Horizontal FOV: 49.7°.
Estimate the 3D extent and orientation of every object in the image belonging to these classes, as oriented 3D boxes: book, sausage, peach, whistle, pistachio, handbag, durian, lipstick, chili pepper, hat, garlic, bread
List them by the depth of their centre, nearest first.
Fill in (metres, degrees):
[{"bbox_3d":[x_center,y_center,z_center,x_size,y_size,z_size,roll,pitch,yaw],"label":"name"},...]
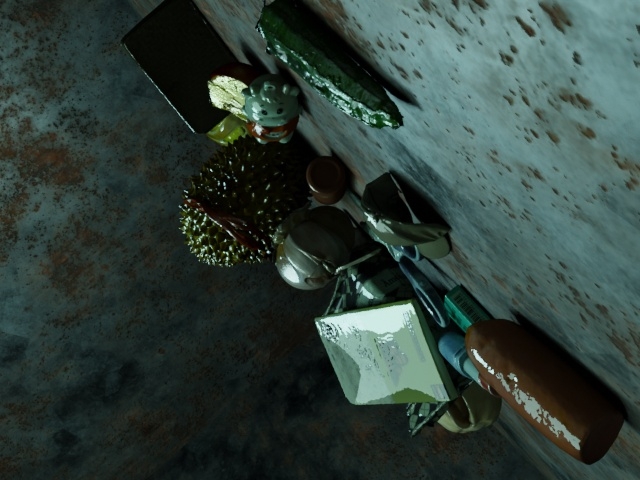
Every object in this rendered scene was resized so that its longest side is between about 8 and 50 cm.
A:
[{"bbox_3d":[0.016,-0.195,0.793,0.227,0.059,0.088,45,171,28],"label":"chili pepper"},{"bbox_3d":[0.317,0.207,1.024,0.259,0.113,0.113,44,175,43],"label":"sausage"},{"bbox_3d":[0.137,-0.010,1.093,0.147,0.085,0.175,46,175,36],"label":"hat"},{"bbox_3d":[-0.091,-0.239,1.287,0.101,0.106,0.253,27,169,2],"label":"whistle"},{"bbox_3d":[0.293,0.237,1.325,0.068,0.061,0.274,51,179,-11],"label":"lipstick"},{"bbox_3d":[-0.155,-0.301,1.409,0.151,0.118,0.151,26,149,17],"label":"peach"},{"bbox_3d":[0.000,0.000,1.549,0.207,0.207,0.256,50,150,-19],"label":"garlic"},{"bbox_3d":[0.135,0.264,1.591,0.352,0.035,0.239,-18,96,51],"label":"book"},{"bbox_3d":[0.184,0.246,1.681,0.416,0.180,0.317,47,137,27],"label":"handbag"},{"bbox_3d":[-0.177,-0.095,1.727,0.347,0.384,0.347,55,-175,-6],"label":"durian"},{"bbox_3d":[0.353,0.367,1.802,0.318,0.193,0.214,63,-166,-14],"label":"pistachio"},{"bbox_3d":[-0.292,-0.376,1.983,0.333,0.160,0.333,48,178,2],"label":"bread"}]

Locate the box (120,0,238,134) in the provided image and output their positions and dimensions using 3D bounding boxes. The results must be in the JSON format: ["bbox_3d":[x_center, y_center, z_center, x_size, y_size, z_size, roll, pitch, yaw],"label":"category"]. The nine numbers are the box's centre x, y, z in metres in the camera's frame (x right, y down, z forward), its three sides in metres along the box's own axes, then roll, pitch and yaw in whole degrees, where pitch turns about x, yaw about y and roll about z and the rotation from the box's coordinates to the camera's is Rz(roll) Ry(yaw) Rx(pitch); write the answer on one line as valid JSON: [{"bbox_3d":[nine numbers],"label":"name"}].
[{"bbox_3d":[-0.308,-0.405,1.594,0.273,0.184,0.143,50,176,-28],"label":"box"}]

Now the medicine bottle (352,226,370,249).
[{"bbox_3d":[0.082,0.033,1.956,0.215,0.135,0.135,49,177,-5],"label":"medicine bottle"}]

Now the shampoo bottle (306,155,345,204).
[{"bbox_3d":[0.015,-0.122,1.502,0.085,0.085,0.244,49,179,4],"label":"shampoo bottle"}]

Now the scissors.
[{"bbox_3d":[0.143,-0.002,1.430,0.383,0.029,0.256,52,169,55],"label":"scissors"}]

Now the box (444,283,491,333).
[{"bbox_3d":[0.325,0.191,1.315,0.226,0.042,0.161,49,178,17],"label":"box"}]
